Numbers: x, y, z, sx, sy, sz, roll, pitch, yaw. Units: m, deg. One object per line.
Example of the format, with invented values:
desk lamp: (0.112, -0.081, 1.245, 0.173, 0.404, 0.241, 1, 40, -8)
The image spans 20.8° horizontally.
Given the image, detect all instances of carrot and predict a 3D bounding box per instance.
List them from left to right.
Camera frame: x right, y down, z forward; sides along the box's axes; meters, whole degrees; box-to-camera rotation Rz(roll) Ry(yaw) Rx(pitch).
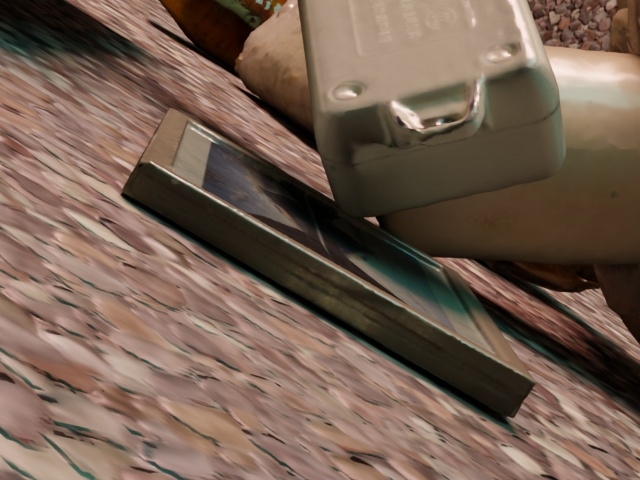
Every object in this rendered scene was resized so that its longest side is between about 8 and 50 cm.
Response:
carrot: (-0.002, -0.129, 1.296, 0.260, 0.070, 0.070, 30, 7, -19)

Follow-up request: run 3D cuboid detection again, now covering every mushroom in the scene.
mushroom: (0.183, -0.038, 0.866, 0.336, 0.314, 0.314, 1, 14, -9)

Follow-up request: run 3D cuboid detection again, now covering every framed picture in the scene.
framed picture: (0.000, 0.000, 0.655, 0.150, 0.015, 0.203, 30, 7, -6)

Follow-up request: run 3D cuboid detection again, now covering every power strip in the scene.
power strip: (0.036, -0.130, 0.794, 0.338, 0.098, 0.058, -97, 172, -49)

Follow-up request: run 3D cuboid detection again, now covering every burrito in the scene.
burrito: (0.070, -0.072, 1.098, 0.143, 0.105, 0.299, 31, 4, -39)
